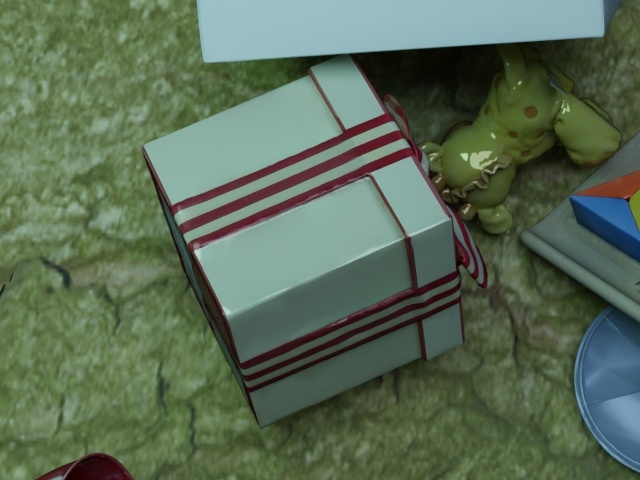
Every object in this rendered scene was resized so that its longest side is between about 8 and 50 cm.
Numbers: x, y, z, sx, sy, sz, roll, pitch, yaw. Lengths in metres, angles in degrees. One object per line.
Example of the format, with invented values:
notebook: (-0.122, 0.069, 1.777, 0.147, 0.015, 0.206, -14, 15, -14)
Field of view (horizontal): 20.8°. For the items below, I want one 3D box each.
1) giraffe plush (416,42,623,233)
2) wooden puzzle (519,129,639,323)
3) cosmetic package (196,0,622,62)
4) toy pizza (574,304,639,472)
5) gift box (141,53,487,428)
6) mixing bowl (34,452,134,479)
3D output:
giraffe plush: (0.189, -0.102, 1.787, 0.181, 0.210, 0.170, 44, 104, 8)
wooden puzzle: (0.418, -0.045, 1.736, 0.348, 0.080, 0.322, -38, 46, -16)
cosmetic package: (0.098, -0.247, 1.706, 0.377, 0.284, 0.097, -2, 101, 14)
toy pizza: (0.356, 0.146, 1.769, 0.201, 0.032, 0.201, 1, 71, -2)
gift box: (0.000, 0.000, 1.692, 0.258, 0.276, 0.255, -24, 61, -7)
mixing bowl: (-0.246, 0.293, 1.633, 0.098, 0.181, 0.181, -7, 70, 25)
